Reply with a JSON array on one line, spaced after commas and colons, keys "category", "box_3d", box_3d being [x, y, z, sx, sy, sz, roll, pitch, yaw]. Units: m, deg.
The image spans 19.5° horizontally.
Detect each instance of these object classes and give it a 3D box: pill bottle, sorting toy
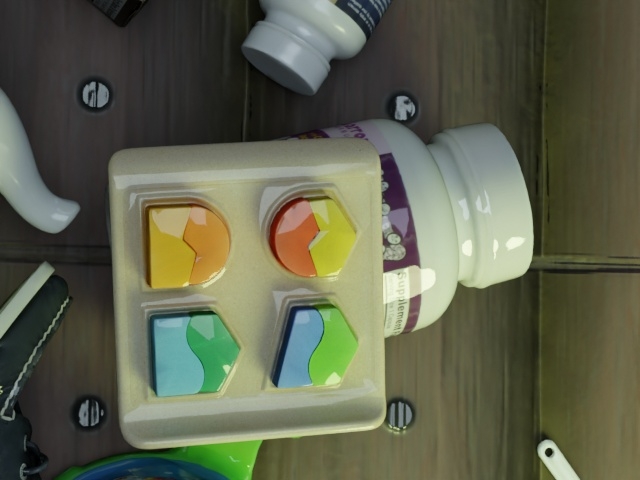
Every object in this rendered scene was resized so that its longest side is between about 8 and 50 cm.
[{"category": "pill bottle", "box_3d": [0.010, -0.202, 1.462, 0.094, 0.094, 0.169, 33, 80, -9]}, {"category": "sorting toy", "box_3d": [-0.047, 0.036, 1.292, 0.193, 0.038, 0.208, -4, 94, -14]}, {"category": "pill bottle", "box_3d": [0.000, 0.000, 1.409, 0.301, 0.169, 0.169, -13, 89, -13]}]

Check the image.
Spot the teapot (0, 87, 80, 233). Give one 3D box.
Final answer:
[{"category": "teapot", "box_3d": [-0.349, -0.069, 1.328, 0.252, 0.256, 0.187, -29, 134, -34]}]

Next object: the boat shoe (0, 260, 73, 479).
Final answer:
[{"category": "boat shoe", "box_3d": [-0.254, 0.180, 1.351, 0.113, 0.127, 0.340, 32, 72, -6]}]

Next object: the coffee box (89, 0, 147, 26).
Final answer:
[{"category": "coffee box", "box_3d": [-0.207, -0.323, 1.408, 0.297, 0.119, 0.168, 38, 79, -8]}]

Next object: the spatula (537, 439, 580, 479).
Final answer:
[{"category": "spatula", "box_3d": [0.205, 0.299, 1.514, 0.168, 0.019, 0.242, -37, 95, -12]}]

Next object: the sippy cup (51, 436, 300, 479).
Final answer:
[{"category": "sippy cup", "box_3d": [-0.113, 0.273, 1.338, 0.240, 0.224, 0.305, -8, 89, -13]}]
